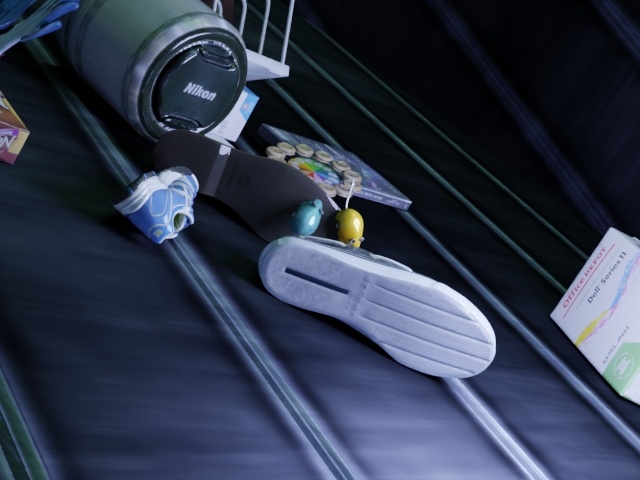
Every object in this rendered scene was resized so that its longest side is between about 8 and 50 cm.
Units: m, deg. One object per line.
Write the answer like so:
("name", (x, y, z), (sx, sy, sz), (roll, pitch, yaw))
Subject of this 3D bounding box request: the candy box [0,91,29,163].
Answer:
("candy box", (-0.444, -0.171, 1.603), (0.109, 0.053, 0.187), (19, 21, -41))

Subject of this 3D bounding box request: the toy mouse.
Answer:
("toy mouse", (0.000, 0.000, 1.818), (0.143, 0.161, 0.031), (-7, 0, -25))

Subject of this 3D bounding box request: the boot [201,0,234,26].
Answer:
("boot", (-0.180, -0.389, 2.471), (0.090, 0.248, 0.207), (-7, 34, -23))

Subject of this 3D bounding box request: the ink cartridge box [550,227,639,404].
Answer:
("ink cartridge box", (0.538, 0.121, 2.264), (0.119, 0.207, 0.353), (25, 15, -25))

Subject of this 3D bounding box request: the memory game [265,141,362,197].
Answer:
("memory game", (-0.011, -0.127, 2.303), (0.186, 0.012, 0.186), (18, 26, -9))

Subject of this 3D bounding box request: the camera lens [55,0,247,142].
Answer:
("camera lens", (-0.263, -0.297, 2.033), (0.219, 0.219, 0.274), (12, 24, -50))

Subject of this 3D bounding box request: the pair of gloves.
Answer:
("pair of gloves", (-0.456, -0.355, 2.007), (0.198, 0.159, 0.023), (49, -9, 51))

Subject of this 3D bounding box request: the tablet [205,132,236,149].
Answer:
("tablet", (-0.163, -0.160, 2.203), (0.054, 0.006, 0.083), (12, 23, -50))

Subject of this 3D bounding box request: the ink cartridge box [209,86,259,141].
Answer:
("ink cartridge box", (-0.199, -0.246, 2.240), (0.143, 0.092, 0.090), (17, 20, -44))

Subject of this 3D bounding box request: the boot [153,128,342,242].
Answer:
("boot", (-0.094, -0.076, 1.895), (0.305, 0.112, 0.115), (29, 4, -1))

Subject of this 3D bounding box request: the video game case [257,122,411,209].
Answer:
("video game case", (0.030, -0.139, 2.475), (0.274, 0.026, 0.196), (15, 22, -49))

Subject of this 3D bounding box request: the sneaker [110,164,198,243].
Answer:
("sneaker", (-0.200, -0.042, 1.652), (0.081, 0.080, 0.211), (53, 17, 0))

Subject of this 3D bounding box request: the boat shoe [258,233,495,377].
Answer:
("boat shoe", (0.080, 0.067, 1.715), (0.335, 0.121, 0.119), (27, 20, -7))

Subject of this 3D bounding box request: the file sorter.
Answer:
("file sorter", (-0.208, -0.387, 2.301), (0.277, 0.173, 0.193), (0, -11, 44))
